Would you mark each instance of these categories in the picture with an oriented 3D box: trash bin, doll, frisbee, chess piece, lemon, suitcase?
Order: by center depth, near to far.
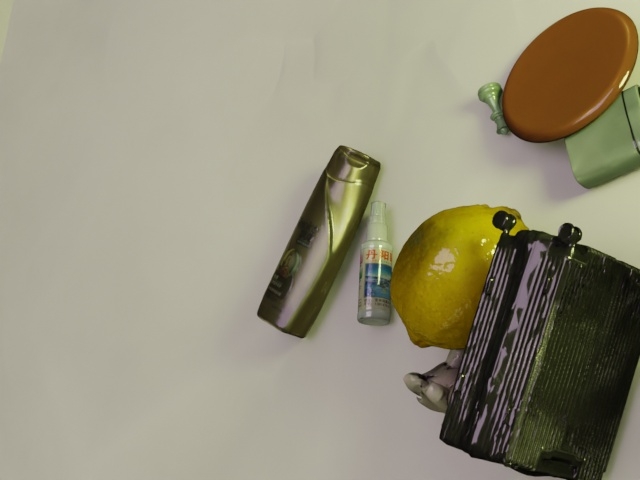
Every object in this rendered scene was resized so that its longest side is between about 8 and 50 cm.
[{"bbox_3d":[0.316,0.155,1.486,0.152,0.229,0.335,14,85,53],"label":"suitcase"},{"bbox_3d":[0.437,-0.154,1.610,0.130,0.059,0.116,-27,55,35],"label":"trash bin"},{"bbox_3d":[0.222,0.230,1.631,0.192,0.149,0.095,12,124,53],"label":"doll"},{"bbox_3d":[0.217,0.055,1.637,0.260,0.204,0.204,-52,47,16],"label":"lemon"},{"bbox_3d":[0.385,-0.263,1.687,0.251,0.021,0.251,-32,40,31],"label":"frisbee"},{"bbox_3d":[0.292,-0.214,1.786,0.042,0.042,0.093,-31,61,32],"label":"chess piece"}]

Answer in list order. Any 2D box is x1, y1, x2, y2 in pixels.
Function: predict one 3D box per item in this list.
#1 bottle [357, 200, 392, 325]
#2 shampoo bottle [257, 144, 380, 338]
[{"bbox_3d":[0.095,0.037,1.861,0.060,0.060,0.217,-14,66,40],"label":"bottle"},{"bbox_3d":[0.000,0.000,1.950,0.125,0.084,0.350,29,94,48],"label":"shampoo bottle"}]
